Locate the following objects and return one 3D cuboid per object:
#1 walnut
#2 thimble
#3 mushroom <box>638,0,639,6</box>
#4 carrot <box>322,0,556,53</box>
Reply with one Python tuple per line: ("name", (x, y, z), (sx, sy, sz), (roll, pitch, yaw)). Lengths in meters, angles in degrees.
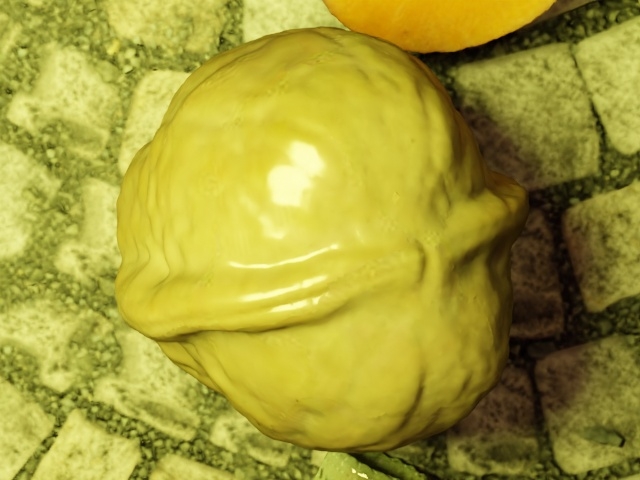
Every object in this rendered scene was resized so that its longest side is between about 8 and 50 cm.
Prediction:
("walnut", (0.000, 0.000, 1.153), (0.381, 0.381, 0.381), (0, 97, 0))
("thimble", (0.048, 0.239, 1.311), (0.110, 0.084, 0.062), (21, 97, -4))
("mushroom", (0.378, -0.242, 1.224), (0.206, 0.209, 0.206), (-12, 135, -13))
("carrot", (0.105, -0.291, 1.158), (0.258, 0.100, 0.307), (21, 126, -12))
